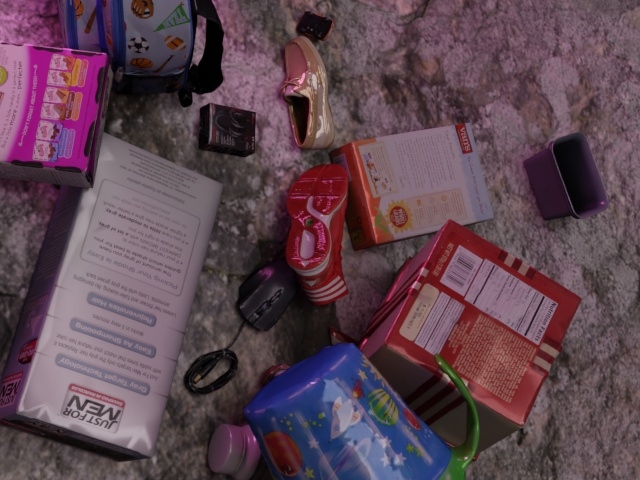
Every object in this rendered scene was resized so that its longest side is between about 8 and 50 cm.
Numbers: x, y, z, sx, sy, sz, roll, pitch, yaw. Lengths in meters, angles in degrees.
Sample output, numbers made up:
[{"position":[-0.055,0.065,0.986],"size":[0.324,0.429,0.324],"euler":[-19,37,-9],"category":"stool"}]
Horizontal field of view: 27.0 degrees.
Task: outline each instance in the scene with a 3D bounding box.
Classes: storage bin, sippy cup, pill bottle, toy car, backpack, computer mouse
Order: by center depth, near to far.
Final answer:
[{"position":[0.029,0.259,1.676],"size":[0.305,0.240,0.224],"euler":[-36,99,-32],"category":"sippy cup"},{"position":[-0.236,-0.328,1.711],"size":[0.213,0.263,0.276],"euler":[-8,83,-17],"category":"backpack"},{"position":[-0.076,0.289,1.780],"size":[0.137,0.078,0.078],"euler":[17,71,-29],"category":"pill bottle"},{"position":[-0.102,0.117,1.826],"size":[0.071,0.041,0.242],"euler":[45,60,-17],"category":"computer mouse"},{"position":[0.005,-0.352,1.994],"size":[0.040,0.060,0.122],"euler":[31,67,-59],"category":"toy car"},{"position":[0.396,-0.099,2.160],"size":[0.098,0.091,0.135],"euler":[-20,91,-34],"category":"storage bin"}]

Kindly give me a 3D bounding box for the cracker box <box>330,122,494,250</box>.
[{"position":[0.140,-0.083,2.009],"size":[0.232,0.067,0.155],"euler":[-11,86,-33],"category":"cracker box"}]

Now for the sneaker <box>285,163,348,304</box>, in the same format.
[{"position":[0.000,0.000,1.910],"size":[0.128,0.087,0.221],"euler":[76,23,-43],"category":"sneaker"}]

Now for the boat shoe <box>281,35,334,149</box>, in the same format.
[{"position":[-0.026,-0.214,1.936],"size":[0.059,0.063,0.170],"euler":[-12,86,-40],"category":"boat shoe"}]

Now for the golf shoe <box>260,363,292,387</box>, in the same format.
[{"position":[0.004,0.238,1.833],"size":[0.186,0.086,0.067],"euler":[30,88,-22],"category":"golf shoe"}]

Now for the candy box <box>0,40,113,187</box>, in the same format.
[{"position":[-0.383,-0.159,1.631],"size":[0.234,0.071,0.159],"euler":[8,73,0],"category":"candy box"}]

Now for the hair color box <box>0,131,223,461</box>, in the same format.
[{"position":[-0.266,0.074,1.689],"size":[0.185,0.114,0.374],"euler":[23,67,-26],"category":"hair color box"}]

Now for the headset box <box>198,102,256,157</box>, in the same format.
[{"position":[-0.134,-0.156,1.872],"size":[0.083,0.032,0.062],"euler":[10,74,-32],"category":"headset box"}]

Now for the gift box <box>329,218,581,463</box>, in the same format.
[{"position":[0.174,0.133,1.876],"size":[0.276,0.258,0.255],"euler":[35,63,1],"category":"gift box"}]
